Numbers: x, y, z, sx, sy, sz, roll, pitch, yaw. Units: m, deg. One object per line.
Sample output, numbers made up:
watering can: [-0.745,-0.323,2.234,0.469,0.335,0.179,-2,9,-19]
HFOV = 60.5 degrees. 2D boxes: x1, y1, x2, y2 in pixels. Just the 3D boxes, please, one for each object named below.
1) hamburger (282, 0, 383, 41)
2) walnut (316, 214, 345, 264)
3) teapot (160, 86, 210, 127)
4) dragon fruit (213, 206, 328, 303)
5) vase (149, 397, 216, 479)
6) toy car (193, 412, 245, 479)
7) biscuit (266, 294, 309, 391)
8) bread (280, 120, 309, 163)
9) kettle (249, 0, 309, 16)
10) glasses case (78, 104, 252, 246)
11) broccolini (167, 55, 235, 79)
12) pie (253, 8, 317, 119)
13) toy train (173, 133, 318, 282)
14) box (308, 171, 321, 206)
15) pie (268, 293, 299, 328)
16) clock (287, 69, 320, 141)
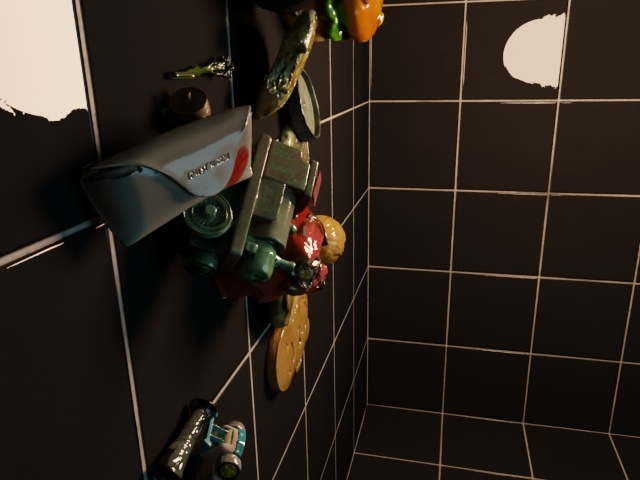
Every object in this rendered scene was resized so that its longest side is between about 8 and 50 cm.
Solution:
hamburger: [0.058,-0.775,1.579,0.396,0.278,0.395,4,90,-78]
walnut: [0.000,0.000,1.778,0.197,0.165,0.165,15,78,-68]
teapot: [-0.218,-0.208,0.939,0.085,0.110,0.080,-37,154,-20]
dragon fruit: [-0.095,-0.003,1.227,0.305,0.226,0.305,3,90,-75]
vase: [-0.249,0.368,1.012,0.167,0.059,0.059,-63,153,-59]
toy car: [-0.223,0.438,1.108,0.161,0.098,0.126,-51,-166,17]
biscuit: [-0.091,0.309,1.694,0.355,0.052,0.274,-61,151,-64]
bread: [-0.076,-0.227,1.651,0.267,0.041,0.266,3,90,-77]
kettle: [-0.079,-0.642,1.214,0.290,0.208,0.268,-72,156,-71]
glasses case: [-0.195,-0.106,0.823,0.308,0.083,0.128,-38,124,-42]
broccolini: [-0.225,-0.323,1.028,0.218,0.044,0.042,-43,151,-64]
pie: [-0.079,-0.415,1.310,0.302,0.067,0.302,-63,-173,15]
toy train: [-0.135,-0.058,1.004,0.150,0.222,0.304,136,-30,-58]
box: [-0.079,-0.135,1.413,0.111,0.156,0.060,-75,156,-46]
pie: [-0.100,0.078,1.531,0.339,0.077,0.338,1,90,-86]
clock: [-0.049,-0.400,1.623,0.215,0.042,0.214,-10,90,-75]
